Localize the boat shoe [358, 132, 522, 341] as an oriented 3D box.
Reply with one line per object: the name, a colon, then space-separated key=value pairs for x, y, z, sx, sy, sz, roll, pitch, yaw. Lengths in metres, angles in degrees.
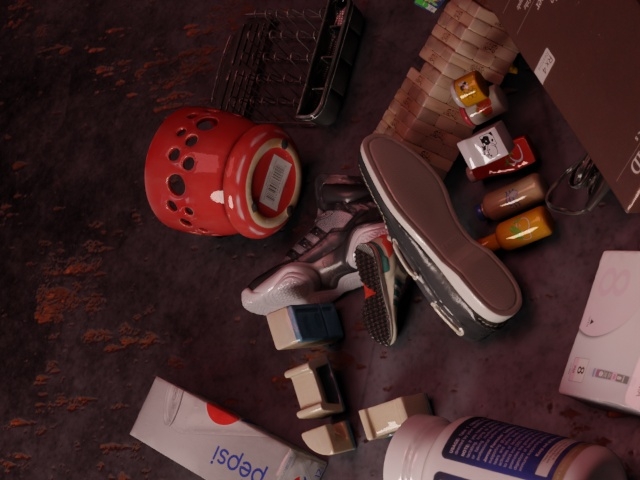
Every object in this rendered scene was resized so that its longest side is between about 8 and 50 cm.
boat shoe: x=0.134 y=-0.001 z=1.839 sx=0.302 sy=0.114 sz=0.091 roll=57 pitch=137 yaw=15

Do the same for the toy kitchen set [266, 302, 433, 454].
toy kitchen set: x=0.052 y=0.169 z=1.903 sx=0.166 sy=0.122 sz=0.207 roll=-23 pitch=79 yaw=28

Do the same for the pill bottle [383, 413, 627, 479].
pill bottle: x=0.214 y=0.292 z=1.678 sx=0.265 sy=0.153 sz=0.153 roll=10 pitch=77 yaw=39

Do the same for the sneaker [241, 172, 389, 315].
sneaker: x=0.000 y=0.000 z=2.005 sx=0.269 sy=0.101 sz=0.153 roll=-26 pitch=56 yaw=19

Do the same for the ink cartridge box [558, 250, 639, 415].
ink cartridge box: x=0.384 y=0.107 z=1.635 sx=0.232 sy=0.066 sz=0.189 roll=-4 pitch=65 yaw=70

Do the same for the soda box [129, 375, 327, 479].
soda box: x=-0.133 y=0.289 z=1.981 sx=0.286 sy=0.091 sz=0.098 roll=22 pitch=85 yaw=41

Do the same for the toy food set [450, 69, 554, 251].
toy food set: x=0.216 y=-0.103 z=1.855 sx=0.104 sy=0.111 sz=0.232 roll=-25 pitch=99 yaw=27

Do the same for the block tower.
block tower: x=0.181 y=-0.222 z=1.914 sx=0.335 sy=0.097 sz=0.091 roll=-62 pitch=26 yaw=14

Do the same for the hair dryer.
hair dryer: x=0.407 y=-0.154 z=1.750 sx=0.293 sy=0.080 sz=0.223 roll=-15 pitch=72 yaw=44

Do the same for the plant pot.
plant pot: x=-0.136 y=-0.097 z=2.088 sx=0.174 sy=0.191 sz=0.191 roll=10 pitch=77 yaw=37

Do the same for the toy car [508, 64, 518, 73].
toy car: x=0.237 y=-0.284 z=1.984 sx=0.122 sy=0.040 sz=0.060 roll=37 pitch=95 yaw=41

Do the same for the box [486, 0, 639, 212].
box: x=0.350 y=-0.233 z=1.632 sx=0.381 sy=0.143 sz=0.191 roll=62 pitch=145 yaw=33

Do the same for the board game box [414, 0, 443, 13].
board game box: x=0.202 y=-0.426 z=1.959 sx=0.201 sy=0.035 sz=0.136 roll=-64 pitch=6 yaw=-19

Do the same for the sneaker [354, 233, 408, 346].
sneaker: x=0.095 y=0.064 z=1.905 sx=0.075 sy=0.161 sz=0.057 roll=-28 pitch=30 yaw=-32

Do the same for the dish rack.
dish rack: x=-0.064 y=-0.274 z=2.186 sx=0.271 sy=0.074 sz=0.208 roll=5 pitch=73 yaw=39
